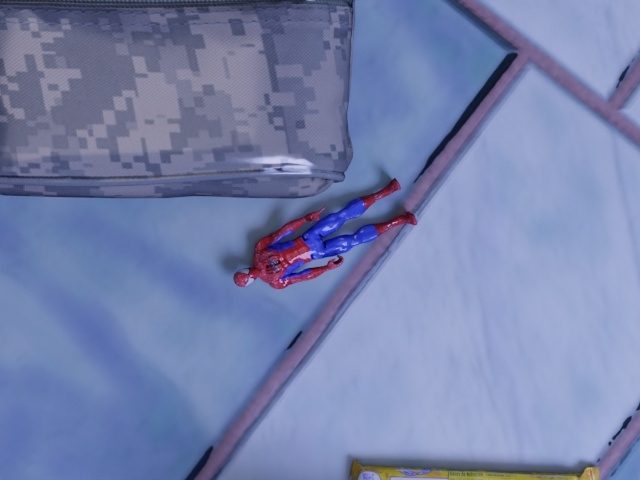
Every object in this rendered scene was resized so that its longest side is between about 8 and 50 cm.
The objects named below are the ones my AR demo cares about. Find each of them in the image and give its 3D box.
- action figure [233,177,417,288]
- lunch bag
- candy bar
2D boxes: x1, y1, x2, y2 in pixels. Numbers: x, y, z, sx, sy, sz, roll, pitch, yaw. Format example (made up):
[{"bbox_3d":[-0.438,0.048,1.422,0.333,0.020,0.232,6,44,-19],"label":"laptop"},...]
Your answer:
[{"bbox_3d":[0.000,0.000,1.015,0.115,0.030,0.038,-26,97,-3],"label":"action figure"},{"bbox_3d":[-0.103,-0.154,0.871,0.212,0.305,0.256,0,93,-9],"label":"lunch bag"},{"bbox_3d":[0.094,0.156,1.027,0.161,0.018,0.040,3,86,-5],"label":"candy bar"}]
